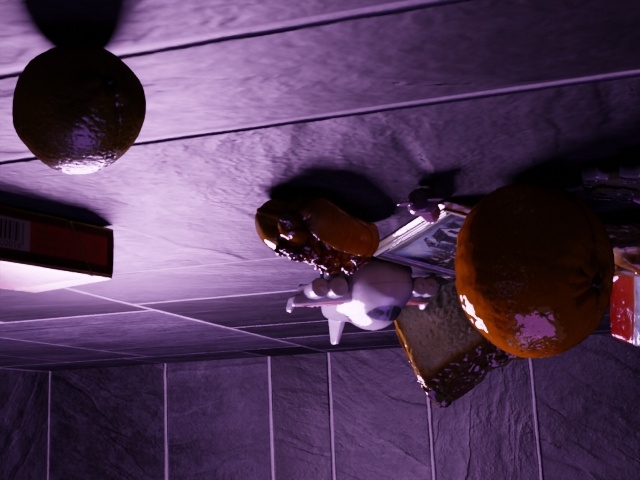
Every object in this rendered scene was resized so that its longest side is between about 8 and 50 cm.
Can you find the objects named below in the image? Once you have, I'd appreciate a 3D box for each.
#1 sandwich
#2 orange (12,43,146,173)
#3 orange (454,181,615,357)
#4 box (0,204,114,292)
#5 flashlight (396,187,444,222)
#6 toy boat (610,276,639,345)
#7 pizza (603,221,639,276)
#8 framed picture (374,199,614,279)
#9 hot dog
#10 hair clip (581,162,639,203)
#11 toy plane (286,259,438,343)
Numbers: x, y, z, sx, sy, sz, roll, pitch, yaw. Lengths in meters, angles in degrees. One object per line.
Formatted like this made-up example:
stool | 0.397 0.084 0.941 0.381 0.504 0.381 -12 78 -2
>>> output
sandwich | 0.266 0.123 1.450 0.288 0.254 0.100 -30 117 11
orange | -0.156 -0.087 0.566 0.085 0.085 0.095 5 168 -34
orange | 0.236 0.031 0.945 0.161 0.193 0.193 -4 170 40
box | -0.381 0.009 1.011 0.153 0.074 0.239 -15 163 32
flashlight | 0.118 -0.040 0.972 0.052 0.031 0.110 -8 172 14
toy boat | 0.590 0.081 1.335 0.331 0.145 0.133 -9 -171 -39
pizza | 0.399 0.014 1.192 0.296 0.071 0.189 -1 173 22
framed picture | 0.213 0.018 1.166 0.232 0.019 0.296 14 164 -11
hot dog | 0.000 0.000 1.027 0.102 0.076 0.249 -4 169 22
hair clip | 0.356 -0.059 0.881 0.146 0.056 0.187 12 166 -28
toy plane | 0.065 0.093 1.395 0.252 0.118 0.252 -5 166 -1
